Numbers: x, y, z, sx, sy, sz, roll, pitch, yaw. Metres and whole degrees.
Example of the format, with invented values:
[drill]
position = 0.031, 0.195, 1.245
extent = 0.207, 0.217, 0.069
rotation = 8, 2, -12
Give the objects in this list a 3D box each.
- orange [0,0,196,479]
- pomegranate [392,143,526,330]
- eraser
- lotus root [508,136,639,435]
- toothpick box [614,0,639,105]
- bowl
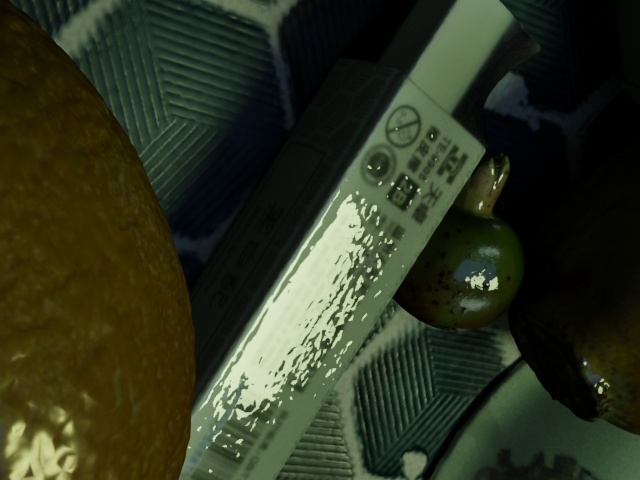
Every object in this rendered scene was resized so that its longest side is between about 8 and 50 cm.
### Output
[orange]
position = -0.226, 0.037, 0.505
extent = 0.322, 0.322, 0.357
rotation = -21, 107, -26
[pomegranate]
position = 0.104, -0.002, 0.816
extent = 0.114, 0.114, 0.142
rotation = 6, 111, -34
[eraser]
position = 0.000, 0.000, 0.765
extent = 0.098, 0.096, 0.404
rotation = 36, 84, -34
[lotus root]
position = 0.312, 0.018, 0.877
extent = 0.346, 0.250, 0.250
rotation = -27, 118, -18
[toothpick box]
position = 0.321, -0.271, 0.827
extent = 0.229, 0.229, 0.316
rotation = -24, 115, -24
[bowl]
position = 0.302, 0.303, 0.991
extent = 0.435, 0.196, 0.435
rotation = -10, 110, -29
